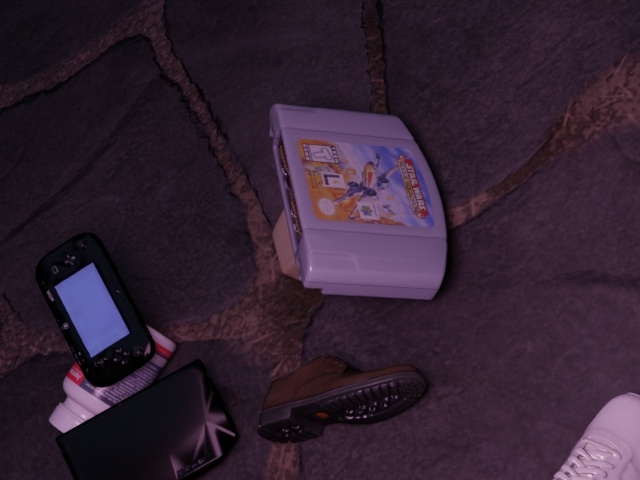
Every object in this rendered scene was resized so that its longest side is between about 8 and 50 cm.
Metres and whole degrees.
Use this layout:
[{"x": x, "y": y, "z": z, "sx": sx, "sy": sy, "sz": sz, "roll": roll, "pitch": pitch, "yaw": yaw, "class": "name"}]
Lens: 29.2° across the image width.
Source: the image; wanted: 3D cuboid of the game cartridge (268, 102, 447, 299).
[{"x": 0.050, "y": -0.056, "z": 1.528, "sx": 0.062, "sy": 0.198, "sz": 0.297, "roll": 107, "pitch": 158, "yaw": -45, "class": "game cartridge"}]

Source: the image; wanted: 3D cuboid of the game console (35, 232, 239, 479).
[{"x": -0.272, "y": 0.166, "z": 1.599, "sx": 0.213, "sy": 0.044, "sz": 0.361, "roll": -30, "pitch": 76, "yaw": -1, "class": "game console"}]

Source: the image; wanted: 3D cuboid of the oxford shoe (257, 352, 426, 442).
[{"x": 0.022, "y": 0.172, "z": 1.474, "sx": 0.227, "sy": 0.083, "sz": 0.096, "roll": -15, "pitch": 51, "yaw": 28, "class": "oxford shoe"}]

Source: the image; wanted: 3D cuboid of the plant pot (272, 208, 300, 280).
[{"x": 0.000, "y": 0.000, "z": 1.589, "sx": 0.096, "sy": 0.109, "sz": 0.109, "roll": -42, "pitch": 45, "yaw": 26, "class": "plant pot"}]

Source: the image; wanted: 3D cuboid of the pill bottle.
[{"x": -0.287, "y": 0.189, "z": 1.673, "sx": 0.108, "sy": 0.108, "sz": 0.180, "roll": 25, "pitch": 79, "yaw": 43, "class": "pill bottle"}]

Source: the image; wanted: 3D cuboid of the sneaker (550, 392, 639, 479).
[{"x": 0.268, "y": 0.253, "z": 1.231, "sx": 0.090, "sy": 0.095, "sz": 0.235, "roll": 17, "pitch": 72, "yaw": 43, "class": "sneaker"}]
